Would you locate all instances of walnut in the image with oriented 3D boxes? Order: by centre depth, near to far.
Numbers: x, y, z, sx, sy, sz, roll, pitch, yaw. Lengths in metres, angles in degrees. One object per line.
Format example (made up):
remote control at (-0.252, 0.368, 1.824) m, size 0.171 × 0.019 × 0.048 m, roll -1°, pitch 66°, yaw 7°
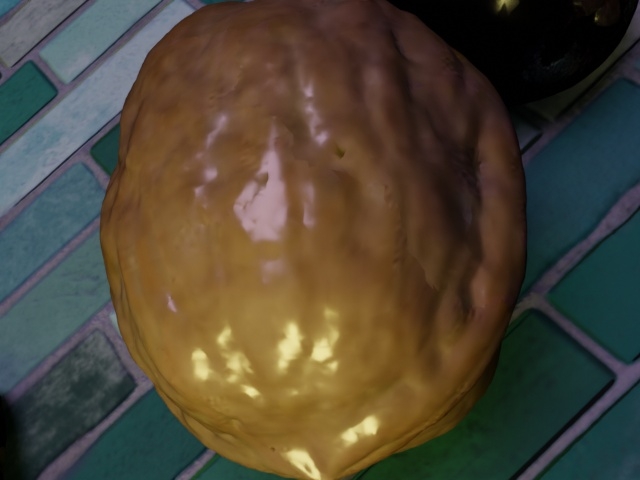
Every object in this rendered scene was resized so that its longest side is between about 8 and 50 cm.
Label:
walnut at (-0.004, 0.001, 0.668) m, size 0.306 × 0.306 × 0.343 m, roll -13°, pitch 56°, yaw 17°

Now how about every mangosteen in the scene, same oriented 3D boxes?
mangosteen at (0.153, -0.222, 0.795) m, size 0.243 × 0.243 × 0.242 m, roll -12°, pitch 57°, yaw 19°

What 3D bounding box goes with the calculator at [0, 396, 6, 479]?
calculator at (-0.341, 0.226, 0.832) m, size 0.157 × 0.033 × 0.236 m, roll -31°, pitch 37°, yaw 11°
